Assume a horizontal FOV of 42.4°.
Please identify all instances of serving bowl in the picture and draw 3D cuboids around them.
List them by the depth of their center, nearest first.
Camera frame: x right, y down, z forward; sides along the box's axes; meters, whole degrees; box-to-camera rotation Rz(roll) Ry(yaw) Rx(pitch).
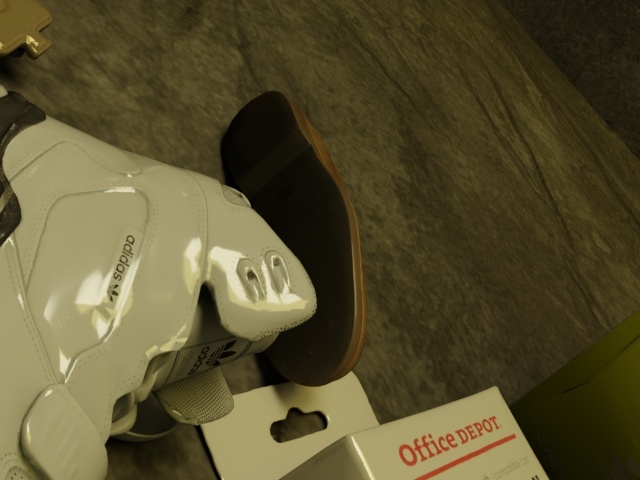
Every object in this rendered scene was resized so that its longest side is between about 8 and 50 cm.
[{"bbox_3d":[-0.122,0.088,0.507,0.083,0.027,0.083,34,34,-27],"label":"serving bowl"}]

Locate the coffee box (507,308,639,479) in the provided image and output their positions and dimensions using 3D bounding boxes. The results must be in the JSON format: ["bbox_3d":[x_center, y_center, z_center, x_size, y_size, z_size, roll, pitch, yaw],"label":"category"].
[{"bbox_3d":[0.431,0.190,0.728,0.335,0.338,0.337,-19,69,-22],"label":"coffee box"}]

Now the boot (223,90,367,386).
[{"bbox_3d":[0.000,0.000,0.703,0.115,0.112,0.305,39,26,-41],"label":"boot"}]

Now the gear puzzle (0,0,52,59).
[{"bbox_3d":[-0.299,-0.116,0.485,0.175,0.044,0.339,43,33,-16],"label":"gear puzzle"}]

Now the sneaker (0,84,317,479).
[{"bbox_3d":[-0.108,0.075,0.385,0.210,0.137,0.365,14,44,-27],"label":"sneaker"}]

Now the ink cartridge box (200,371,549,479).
[{"bbox_3d":[0.083,0.225,0.543,0.207,0.119,0.353,-1,57,-54],"label":"ink cartridge box"}]
